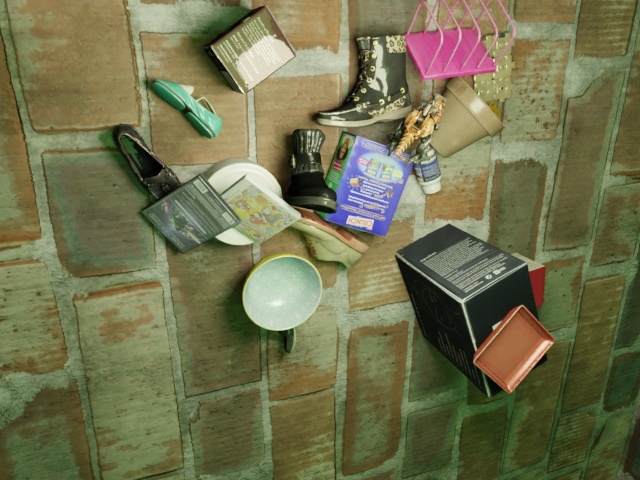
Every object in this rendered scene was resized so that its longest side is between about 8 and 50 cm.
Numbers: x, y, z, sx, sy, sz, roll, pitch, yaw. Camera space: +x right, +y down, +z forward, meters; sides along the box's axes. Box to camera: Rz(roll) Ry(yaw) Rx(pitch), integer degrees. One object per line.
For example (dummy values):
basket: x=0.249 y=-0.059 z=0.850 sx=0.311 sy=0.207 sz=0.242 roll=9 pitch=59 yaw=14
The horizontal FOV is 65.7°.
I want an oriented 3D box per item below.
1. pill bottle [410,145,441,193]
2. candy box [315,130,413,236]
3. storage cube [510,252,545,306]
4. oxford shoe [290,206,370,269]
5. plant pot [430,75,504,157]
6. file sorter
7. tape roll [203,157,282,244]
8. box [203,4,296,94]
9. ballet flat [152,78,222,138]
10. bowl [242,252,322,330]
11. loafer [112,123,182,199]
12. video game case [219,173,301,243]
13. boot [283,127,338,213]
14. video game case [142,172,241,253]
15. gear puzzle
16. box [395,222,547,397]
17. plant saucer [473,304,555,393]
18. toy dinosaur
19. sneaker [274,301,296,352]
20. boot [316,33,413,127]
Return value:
pill bottle: x=0.411 y=-0.270 z=1.906 sx=0.094 sy=0.094 sz=0.169 roll=-28 pitch=117 yaw=-10
candy box: x=0.162 y=-0.202 z=1.817 sx=0.268 sy=0.122 sz=0.317 roll=15 pitch=102 yaw=-27
storage cube: x=0.860 y=0.191 z=2.208 sx=0.215 sy=0.183 sz=0.193 roll=-14 pitch=113 yaw=-16
oxford shoe: x=0.000 y=0.000 z=1.819 sx=0.397 sy=0.140 sz=0.146 roll=26 pitch=103 yaw=-27
plant pot: x=0.493 y=-0.431 z=1.809 sx=0.229 sy=0.263 sz=0.263 roll=-42 pitch=120 yaw=19
file sorter: x=0.466 y=-0.692 z=1.668 sx=0.291 sy=0.202 sz=0.182 roll=-12 pitch=157 yaw=-16
tape roll: x=-0.276 y=-0.133 z=1.679 sx=0.286 sy=0.100 sz=0.286 roll=-8 pitch=112 yaw=-19
box: x=-0.217 y=-0.572 z=1.499 sx=0.203 sy=0.168 sz=0.167 roll=-39 pitch=118 yaw=-5
ballet flat: x=-0.404 y=-0.426 z=1.540 sx=0.247 sy=0.083 sz=0.087 roll=42 pitch=66 yaw=-29
bowl: x=-0.154 y=0.164 z=1.803 sx=0.289 sy=0.156 sz=0.289 roll=-7 pitch=110 yaw=-18
loafer: x=-0.535 y=-0.220 z=1.543 sx=0.109 sy=0.095 sz=0.302 roll=-37 pitch=118 yaw=-5
video game case: x=-0.212 y=-0.094 z=1.578 sx=0.227 sy=0.026 sz=0.206 roll=36 pitch=133 yaw=-29
boot: x=-0.026 y=-0.230 z=1.586 sx=0.131 sy=0.348 sz=0.260 roll=10 pitch=95 yaw=-24
video game case: x=-0.414 y=-0.078 z=1.585 sx=0.274 sy=0.026 sz=0.196 roll=-24 pitch=117 yaw=29
gear puzzle: x=0.658 y=-0.614 z=1.908 sx=0.175 sy=0.044 sz=0.339 roll=-13 pitch=113 yaw=-10
box: x=0.582 y=0.256 z=1.956 sx=0.297 sy=0.472 sz=0.480 roll=-29 pitch=117 yaw=-11
plant saucer: x=0.672 y=0.378 z=1.742 sx=0.258 sy=0.048 sz=0.259 roll=40 pitch=89 yaw=-28
toy dinosaur: x=0.315 y=-0.376 z=1.657 sx=0.322 sy=0.164 sz=0.218 roll=-26 pitch=157 yaw=-30
sneaker: x=-0.158 y=0.332 z=1.918 sx=0.118 sy=0.083 sz=0.222 roll=-2 pitch=101 yaw=-16
boot: x=0.150 y=-0.537 z=1.677 sx=0.377 sy=0.138 sz=0.284 roll=-14 pitch=115 yaw=-21
